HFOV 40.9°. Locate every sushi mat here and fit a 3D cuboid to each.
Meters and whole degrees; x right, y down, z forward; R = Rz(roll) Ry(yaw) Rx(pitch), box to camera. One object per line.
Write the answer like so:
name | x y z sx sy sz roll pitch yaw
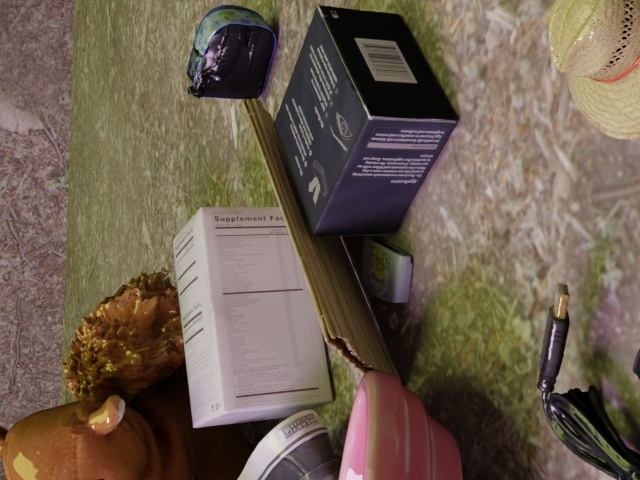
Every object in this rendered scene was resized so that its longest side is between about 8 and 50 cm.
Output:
sushi mat | 0.000 0.000 0.881 0.019 0.151 0.316 -30 54 12

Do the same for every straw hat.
straw hat | 0.179 -0.136 0.545 0.144 0.061 0.144 177 90 -65

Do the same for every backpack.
backpack | -0.118 -0.250 1.125 0.114 0.105 0.084 -64 38 37

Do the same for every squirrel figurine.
squirrel figurine | -0.269 0.242 1.124 0.370 0.281 0.396 45 -143 -61

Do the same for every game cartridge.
game cartridge | 0.064 0.031 0.862 0.083 0.017 0.055 -149 56 -61

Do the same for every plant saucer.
plant saucer | 0.053 0.277 0.709 0.332 0.084 0.331 9 -90 -89

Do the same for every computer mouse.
computer mouse | 0.211 0.054 0.503 0.184 0.060 0.261 44 143 51

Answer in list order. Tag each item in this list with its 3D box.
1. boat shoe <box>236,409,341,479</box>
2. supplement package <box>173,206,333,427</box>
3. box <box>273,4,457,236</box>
boat shoe | -0.034 0.304 1.001 0.102 0.108 0.301 54 147 23
supplement package | -0.088 0.092 1.050 0.134 0.139 0.243 142 123 -59
box | 0.034 -0.111 0.820 0.158 0.093 0.155 117 143 -45
